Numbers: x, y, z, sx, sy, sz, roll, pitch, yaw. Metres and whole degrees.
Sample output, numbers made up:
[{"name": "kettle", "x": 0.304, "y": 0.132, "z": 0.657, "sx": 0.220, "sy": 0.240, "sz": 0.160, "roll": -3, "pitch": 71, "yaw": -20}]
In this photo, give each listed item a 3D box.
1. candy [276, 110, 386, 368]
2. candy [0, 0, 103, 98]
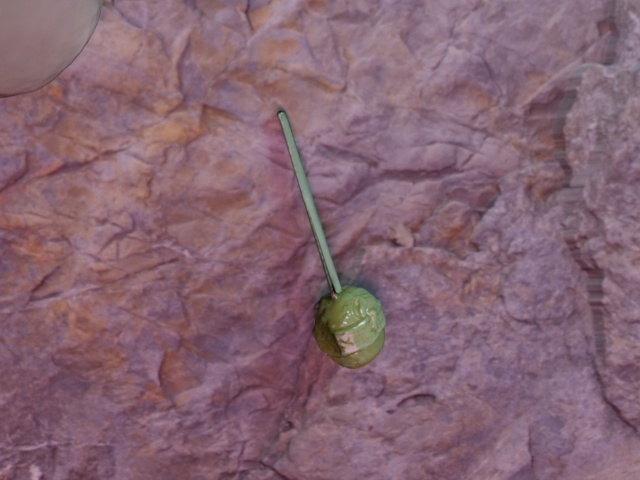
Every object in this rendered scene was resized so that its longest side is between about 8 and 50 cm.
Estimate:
[{"name": "candy", "x": 0.000, "y": 0.000, "z": 2.128, "sx": 0.093, "sy": 0.092, "sz": 0.335, "roll": -34, "pitch": 119, "yaw": -29}, {"name": "candy", "x": -0.406, "y": -0.312, "z": 1.853, "sx": 0.386, "sy": 0.186, "sz": 0.427, "roll": -33, "pitch": 122, "yaw": 16}]
